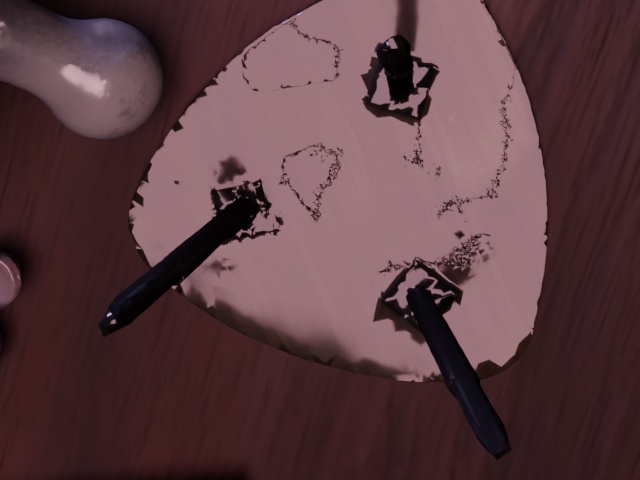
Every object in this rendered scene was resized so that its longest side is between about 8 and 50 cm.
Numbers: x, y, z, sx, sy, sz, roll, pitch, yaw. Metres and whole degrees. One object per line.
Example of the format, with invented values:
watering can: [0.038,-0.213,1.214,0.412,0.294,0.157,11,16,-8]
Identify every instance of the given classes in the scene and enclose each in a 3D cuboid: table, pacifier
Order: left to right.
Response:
pacifier: [-0.209,-0.133,1.027,0.233,0.244,0.299,20,109,-32]
table: [0.000,0.000,1.004,0.317,0.249,0.317,1,104,5]

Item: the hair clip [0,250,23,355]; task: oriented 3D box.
hair clip: [-0.352,0.028,1.141,0.257,0.075,0.146,10,107,-4]
